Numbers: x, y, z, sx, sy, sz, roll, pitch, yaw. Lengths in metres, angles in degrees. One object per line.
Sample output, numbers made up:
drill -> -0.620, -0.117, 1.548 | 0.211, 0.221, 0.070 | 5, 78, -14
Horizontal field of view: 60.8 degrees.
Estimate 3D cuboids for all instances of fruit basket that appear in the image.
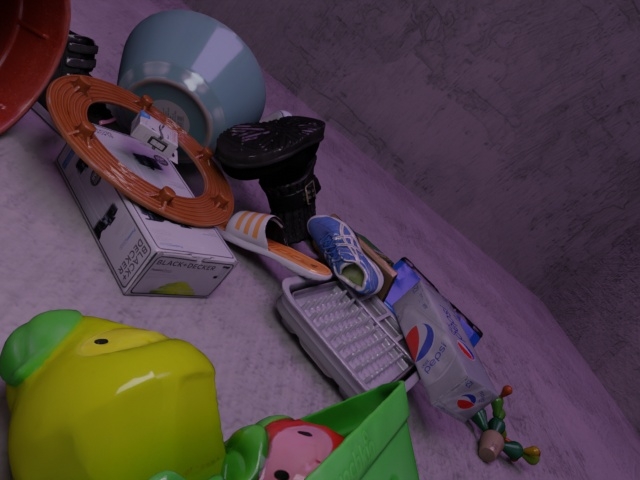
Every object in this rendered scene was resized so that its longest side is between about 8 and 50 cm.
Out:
fruit basket -> -0.105, 0.190, 0.445 | 0.392, 0.283, 0.392 | 46, 26, -31

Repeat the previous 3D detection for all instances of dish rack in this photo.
dish rack -> 0.062, 0.183, 1.042 | 0.285, 0.072, 0.333 | 49, 19, 16

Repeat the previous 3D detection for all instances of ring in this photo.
ring -> -0.270, -0.154, 0.881 | 0.336, 0.032, 0.336 | 40, 19, -17

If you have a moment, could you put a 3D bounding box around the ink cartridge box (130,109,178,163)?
ink cartridge box -> -0.249, -0.159, 0.844 | 0.083, 0.028, 0.048 | 33, 23, -34

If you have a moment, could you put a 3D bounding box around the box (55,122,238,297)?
box -> -0.273, -0.046, 0.850 | 0.290, 0.087, 0.169 | 51, 20, 26

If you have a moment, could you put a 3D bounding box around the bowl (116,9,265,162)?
bowl -> -0.279, -0.280, 1.097 | 0.311, 0.311, 0.163 | 35, 38, -19

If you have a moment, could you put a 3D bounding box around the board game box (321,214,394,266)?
board game box -> 0.102, 0.009, 1.509 | 0.136, 0.030, 0.260 | 42, 10, 33

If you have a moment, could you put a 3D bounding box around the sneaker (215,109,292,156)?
sneaker -> -0.168, -0.239, 1.301 | 0.091, 0.258, 0.094 | 4, 72, -42

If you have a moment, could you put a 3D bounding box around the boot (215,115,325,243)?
boot -> -0.093, -0.106, 1.131 | 0.131, 0.260, 0.348 | 20, 26, 23

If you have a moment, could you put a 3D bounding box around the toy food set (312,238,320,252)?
toy food set -> 0.000, 0.000, 1.387 | 0.192, 0.038, 0.132 | 39, 10, 5

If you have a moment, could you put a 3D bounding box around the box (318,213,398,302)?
box -> 0.077, 0.056, 1.226 | 0.021, 0.164, 0.201 | -33, 65, -30

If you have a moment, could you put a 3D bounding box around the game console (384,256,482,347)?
game console -> 0.266, 0.207, 1.469 | 0.293, 0.173, 0.250 | 45, 50, 10

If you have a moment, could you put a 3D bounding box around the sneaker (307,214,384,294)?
sneaker -> 0.047, 0.026, 1.124 | 0.211, 0.080, 0.081 | 46, 18, 14

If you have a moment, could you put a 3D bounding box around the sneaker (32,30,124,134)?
sneaker -> -0.416, -0.265, 0.956 | 0.296, 0.147, 0.104 | 41, 17, -8

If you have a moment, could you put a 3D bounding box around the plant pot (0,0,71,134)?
plant pot -> -0.518, -0.300, 0.689 | 0.265, 0.272, 0.272 | 32, 20, -5

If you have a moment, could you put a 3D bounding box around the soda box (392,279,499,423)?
soda box -> 0.237, 0.209, 1.081 | 0.098, 0.091, 0.286 | 34, 21, -27

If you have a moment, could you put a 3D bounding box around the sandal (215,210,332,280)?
sandal -> -0.086, -0.007, 1.051 | 0.265, 0.076, 0.102 | 24, 12, 14

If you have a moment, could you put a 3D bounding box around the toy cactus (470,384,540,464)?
toy cactus -> 0.385, 0.410, 1.169 | 0.219, 0.112, 0.180 | 53, 30, 6
